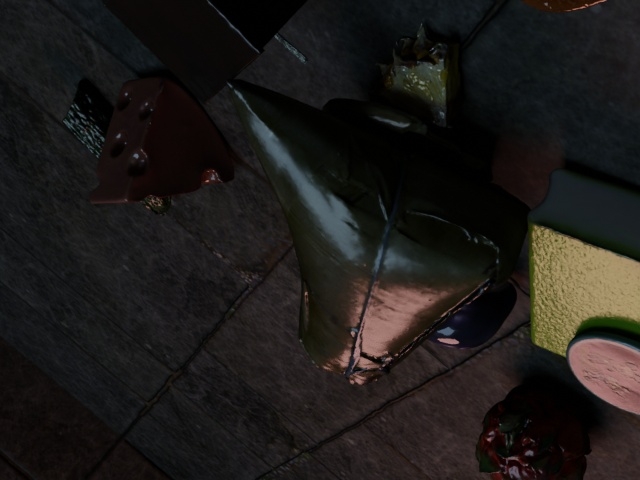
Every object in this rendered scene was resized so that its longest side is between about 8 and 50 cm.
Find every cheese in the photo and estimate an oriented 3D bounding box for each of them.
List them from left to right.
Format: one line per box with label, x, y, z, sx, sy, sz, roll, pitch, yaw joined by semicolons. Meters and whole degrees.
cheese;-0.225;-0.124;1.750;0.177;0.203;0.128;23;164;-38

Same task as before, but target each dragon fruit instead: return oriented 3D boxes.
dragon fruit;0.316;0.308;1.712;0.182;0.182;0.188;34;138;10

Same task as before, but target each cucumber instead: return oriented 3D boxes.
cucumber;-0.335;-0.147;1.930;0.265;0.077;0.077;48;151;-20

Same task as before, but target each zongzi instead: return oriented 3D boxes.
zongzi;0.000;0.000;1.405;0.393;0.174;0.356;27;137;-11

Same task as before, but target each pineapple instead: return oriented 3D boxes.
pineapple;0.121;-0.180;1.331;0.116;0.069;0.137;45;150;-9

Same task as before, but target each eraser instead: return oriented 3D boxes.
eraser;0.355;0.057;1.374;0.210;0.092;0.274;22;149;23

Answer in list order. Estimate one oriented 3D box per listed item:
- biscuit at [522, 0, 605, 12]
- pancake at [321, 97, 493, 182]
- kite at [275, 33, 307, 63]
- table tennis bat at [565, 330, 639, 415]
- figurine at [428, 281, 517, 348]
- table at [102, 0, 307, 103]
biscuit;0.220;-0.303;1.067;0.192;0.036;0.186;48;148;-16
pancake;0.104;-0.115;1.408;0.235;0.029;0.212;25;171;-17
kite;-0.076;-0.282;1.485;0.152;0.005;0.137;35;152;6
table tennis bat;0.409;0.177;1.383;0.244;0.040;0.153;21;149;27
figurine;0.158;0.073;1.583;0.222;0.145;0.145;16;145;42
table;-0.101;-0.299;1.290;0.169;0.193;0.172;45;151;-10
